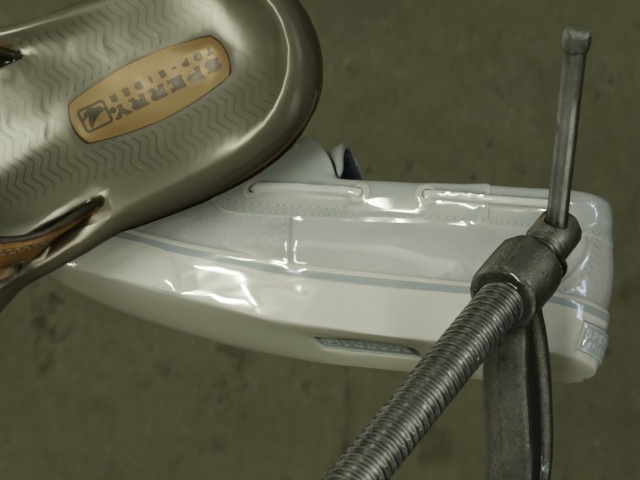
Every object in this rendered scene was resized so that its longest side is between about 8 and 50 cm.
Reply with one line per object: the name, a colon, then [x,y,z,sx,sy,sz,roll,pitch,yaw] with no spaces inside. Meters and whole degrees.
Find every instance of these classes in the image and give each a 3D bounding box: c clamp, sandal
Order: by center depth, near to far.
c clamp: [0.022,0.049,0.425,0.022,0.160,0.137,14,131,25]
sandal: [-0.098,-0.013,0.541,0.219,0.060,0.090,-27,83,-3]

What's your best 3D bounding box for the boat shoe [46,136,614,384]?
boat shoe: [0.000,0.000,0.594,0.184,0.066,0.063,5,73,25]
